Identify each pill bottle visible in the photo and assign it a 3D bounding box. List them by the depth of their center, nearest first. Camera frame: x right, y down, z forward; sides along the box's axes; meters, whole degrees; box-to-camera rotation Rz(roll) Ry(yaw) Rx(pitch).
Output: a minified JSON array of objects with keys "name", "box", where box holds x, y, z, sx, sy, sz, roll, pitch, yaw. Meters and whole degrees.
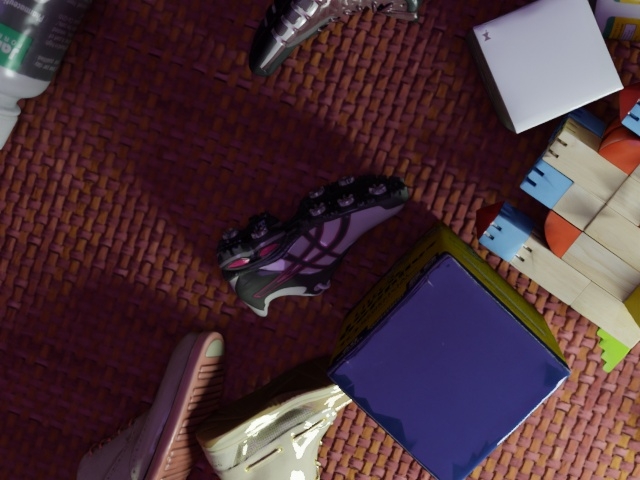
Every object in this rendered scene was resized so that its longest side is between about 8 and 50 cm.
[{"name":"pill bottle","box":[0.444,-0.301,1.662,0.208,0.117,0.117,6,97,4]},{"name":"pill bottle","box":[-0.400,-0.308,1.681,0.204,0.204,0.361,29,98,0]}]

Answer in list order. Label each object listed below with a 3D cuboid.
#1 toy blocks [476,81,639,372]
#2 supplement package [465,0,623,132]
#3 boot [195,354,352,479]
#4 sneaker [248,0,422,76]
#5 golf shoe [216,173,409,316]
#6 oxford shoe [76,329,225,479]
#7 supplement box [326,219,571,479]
[{"name":"toy blocks","box":[0.371,-0.056,1.652,0.261,0.191,0.381,36,122,1]},{"name":"supplement package","box":[0.265,-0.219,1.621,0.139,0.244,0.134,-23,95,7]},{"name":"boot","box":[-0.014,0.281,1.778,0.262,0.095,0.203,-26,110,-16]},{"name":"sneaker","box":[0.039,-0.295,1.705,0.162,0.106,0.281,29,114,-21]},{"name":"golf shoe","box":[0.000,0.000,1.753,0.273,0.105,0.120,-23,111,12]},{"name":"oxford shoe","box":[-0.250,0.289,1.780,0.146,0.140,0.397,24,90,19]},{"name":"supplement box","box":[0.150,0.123,1.614,0.195,0.356,0.194,44,98,-2]}]
